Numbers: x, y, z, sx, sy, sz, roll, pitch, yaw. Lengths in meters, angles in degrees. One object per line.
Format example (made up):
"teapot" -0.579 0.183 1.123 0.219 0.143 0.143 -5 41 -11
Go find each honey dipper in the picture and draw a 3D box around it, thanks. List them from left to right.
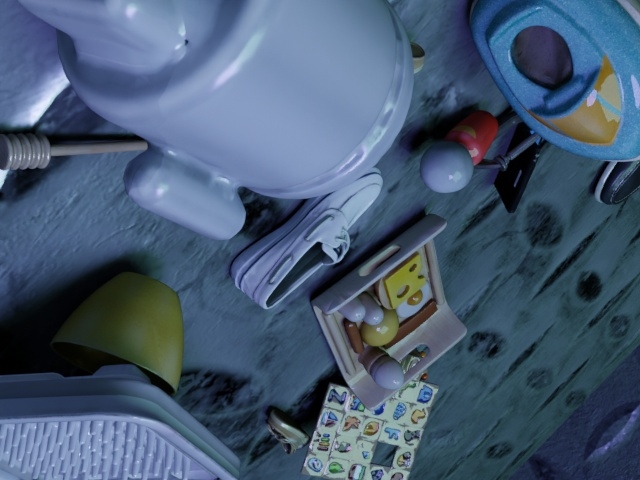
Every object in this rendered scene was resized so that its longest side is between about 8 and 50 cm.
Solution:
"honey dipper" -0.201 -0.080 0.713 0.160 0.030 0.030 -10 135 -45

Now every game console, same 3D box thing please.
"game console" 0.315 -0.116 1.233 0.071 0.107 0.122 1 133 -13

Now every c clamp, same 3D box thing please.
"c clamp" 0.268 -0.140 1.100 0.160 0.137 0.022 -34 123 -7

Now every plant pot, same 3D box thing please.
"plant pot" -0.194 0.090 0.844 0.134 0.134 0.095 64 41 -58

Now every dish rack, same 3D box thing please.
"dish rack" -0.241 0.211 0.868 0.285 0.072 0.333 -4 150 13

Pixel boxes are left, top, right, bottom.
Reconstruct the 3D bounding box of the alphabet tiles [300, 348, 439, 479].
"alphabet tiles" 0.091 0.296 1.378 0.198 0.009 0.237 17 92 -21

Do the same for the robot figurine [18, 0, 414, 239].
"robot figurine" -0.054 -0.151 0.634 0.353 0.200 0.300 26 88 -57

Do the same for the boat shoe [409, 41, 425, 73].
"boat shoe" 0.067 -0.204 0.856 0.135 0.050 0.045 -8 139 -45

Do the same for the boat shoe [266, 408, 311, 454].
"boat shoe" -0.057 0.313 1.325 0.048 0.056 0.153 -45 157 -8

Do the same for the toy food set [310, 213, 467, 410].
"toy food set" 0.122 0.119 1.246 0.220 0.092 0.306 -37 143 -13

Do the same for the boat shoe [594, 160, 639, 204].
"boat shoe" 0.658 -0.176 1.513 0.340 0.113 0.127 -43 149 -3

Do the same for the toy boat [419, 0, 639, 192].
"toy boat" 0.243 -0.162 0.956 0.148 0.267 0.318 -46 -176 -39

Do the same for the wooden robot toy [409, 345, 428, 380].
"wooden robot toy" 0.151 0.211 1.419 0.173 0.079 0.076 -29 146 -24

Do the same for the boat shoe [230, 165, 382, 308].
"boat shoe" 0.000 0.000 0.995 0.226 0.076 0.083 -41 149 -6
